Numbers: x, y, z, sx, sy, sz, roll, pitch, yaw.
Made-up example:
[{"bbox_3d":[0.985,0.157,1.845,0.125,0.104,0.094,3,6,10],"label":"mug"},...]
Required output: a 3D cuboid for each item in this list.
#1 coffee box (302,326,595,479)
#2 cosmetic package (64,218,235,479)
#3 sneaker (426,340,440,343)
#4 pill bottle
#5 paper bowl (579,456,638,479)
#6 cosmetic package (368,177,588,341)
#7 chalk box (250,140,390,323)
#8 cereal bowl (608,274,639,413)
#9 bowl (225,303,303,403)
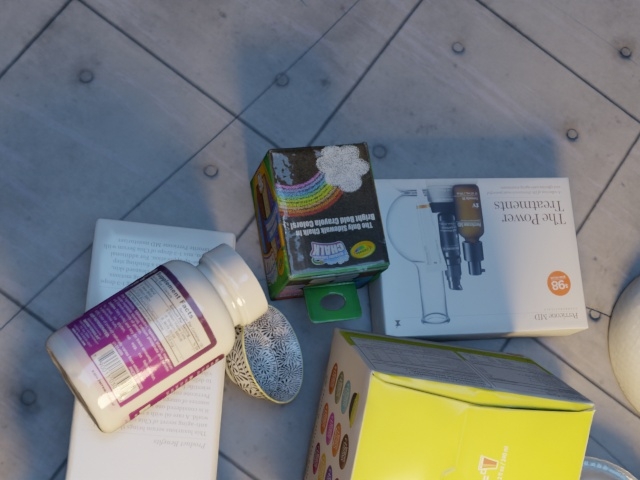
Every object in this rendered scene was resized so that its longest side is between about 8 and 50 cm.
[{"bbox_3d":[0.175,0.346,1.669,0.338,0.334,0.337,10,95,-10],"label":"coffee box"},{"bbox_3d":[-0.272,0.210,1.746,0.230,0.161,0.453,7,74,-10],"label":"cosmetic package"},{"bbox_3d":[0.294,0.263,1.899,0.300,0.111,0.121,16,89,-6],"label":"sneaker"},{"bbox_3d":[-0.234,0.133,1.601,0.301,0.169,0.169,-33,84,-18],"label":"pill bottle"},{"bbox_3d":[0.440,0.503,1.816,0.284,0.148,0.284,2,71,-5],"label":"paper bowl"},{"bbox_3d":[0.272,0.034,1.949,0.377,0.097,0.284,-2,78,-13],"label":"cosmetic package"},{"bbox_3d":[0.000,0.000,1.855,0.180,0.179,0.288,-6,78,-15],"label":"chalk box"},{"bbox_3d":[0.705,0.190,1.977,0.339,0.141,0.338,3,75,-10],"label":"cereal bowl"},{"bbox_3d":[-0.108,0.196,1.815,0.080,0.170,0.170,-19,76,29],"label":"bowl"}]
